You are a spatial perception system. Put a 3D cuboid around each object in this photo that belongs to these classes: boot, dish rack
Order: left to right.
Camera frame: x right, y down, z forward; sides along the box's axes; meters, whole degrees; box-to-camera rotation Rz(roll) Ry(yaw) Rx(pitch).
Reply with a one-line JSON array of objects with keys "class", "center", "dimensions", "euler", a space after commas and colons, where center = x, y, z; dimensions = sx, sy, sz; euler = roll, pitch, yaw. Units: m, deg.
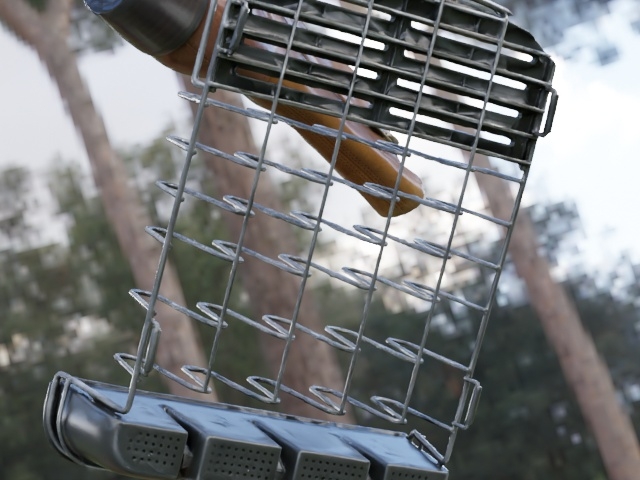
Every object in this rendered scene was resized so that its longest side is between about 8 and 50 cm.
[{"class": "boot", "center": [-0.046, -0.169, 1.274], "dimensions": [0.096, 0.264, 0.280], "euler": [-44, -49, 16]}, {"class": "dish rack", "center": [0.000, 0.000, 0.922], "dimensions": [0.208, 0.271, 0.074], "euler": [12, 5, -30]}]
